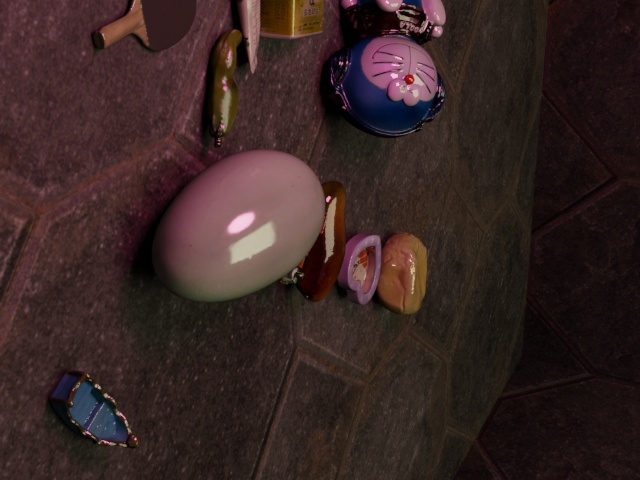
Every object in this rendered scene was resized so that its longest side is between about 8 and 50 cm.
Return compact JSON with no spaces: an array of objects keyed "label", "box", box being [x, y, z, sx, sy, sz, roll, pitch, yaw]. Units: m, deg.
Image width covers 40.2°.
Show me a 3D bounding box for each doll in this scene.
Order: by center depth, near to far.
[{"label":"doll","box":[0.146,-0.380,1.911,0.284,0.240,0.310,4,83,-24]}]

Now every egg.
[{"label":"egg","box":[-0.137,-0.026,1.491,0.371,0.230,0.230,-36,133,-46]}]

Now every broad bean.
[{"label":"broad bean","box":[-0.169,-0.267,1.526,0.070,0.048,0.214,14,85,-65]}]

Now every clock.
[{"label":"clock","box":[0.092,0.056,2.166,0.172,0.064,0.198,-67,152,-20]}]

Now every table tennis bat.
[{"label":"table tennis bat","box":[-0.261,-0.349,1.339,0.246,0.022,0.138,-49,142,-46]}]

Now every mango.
[{"label":"mango","box":[0.000,0.000,1.906,0.133,0.111,0.268,-1,104,-47]}]

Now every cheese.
[{"label":"cheese","box":[0.233,0.091,2.413,0.214,0.117,0.226,-1,97,-69]}]

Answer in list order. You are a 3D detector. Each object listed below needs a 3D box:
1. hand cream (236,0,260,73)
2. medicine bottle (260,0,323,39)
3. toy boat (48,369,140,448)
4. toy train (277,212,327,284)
[{"label":"hand cream","box":[-0.127,-0.418,1.549,0.080,0.050,0.234,-83,171,-58]},{"label":"medicine bottle","box":[-0.054,-0.475,1.620,0.132,0.088,0.189,-31,129,-56]},{"label":"toy boat","box":[-0.348,0.275,1.371,0.075,0.077,0.185,-61,149,-32]},{"label":"toy train","box":[-0.064,0.009,1.777,0.074,0.118,0.176,34,69,-59]}]
